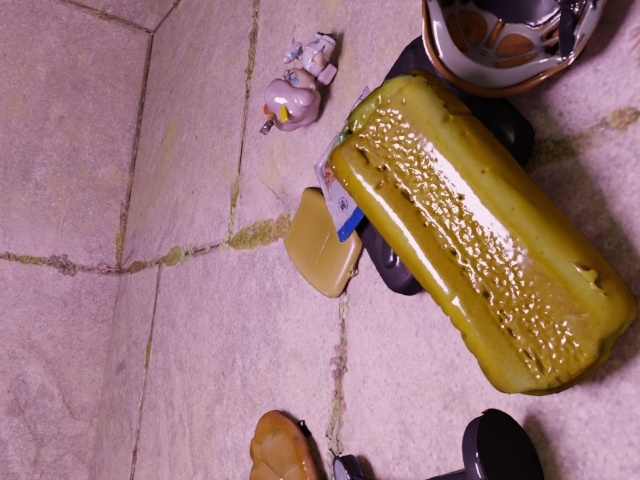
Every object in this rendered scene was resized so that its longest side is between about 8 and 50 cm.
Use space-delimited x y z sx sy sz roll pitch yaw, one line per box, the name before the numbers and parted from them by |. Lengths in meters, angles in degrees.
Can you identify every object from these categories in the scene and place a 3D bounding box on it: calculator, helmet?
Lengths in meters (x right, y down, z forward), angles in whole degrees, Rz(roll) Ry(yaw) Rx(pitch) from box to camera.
calculator | 0.000 0.000 1.037 0.236 0.033 0.157 46 117 51
helmet | 0.224 -0.286 0.666 0.130 0.198 0.224 -49 -13 -47

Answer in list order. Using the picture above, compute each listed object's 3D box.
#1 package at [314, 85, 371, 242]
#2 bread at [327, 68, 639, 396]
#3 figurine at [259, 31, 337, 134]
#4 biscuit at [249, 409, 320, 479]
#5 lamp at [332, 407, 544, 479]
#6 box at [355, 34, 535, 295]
package | 0.051 -0.112 0.861 0.171 0.027 0.173 -54 37 35
bread | 0.164 -0.016 0.641 0.166 0.112 0.383 -44 67 20
figurine | -0.040 -0.296 1.133 0.137 0.112 0.229 33 95 48
biscuit | -0.065 0.405 0.999 0.260 0.041 0.203 15 93 60
lamp | 0.134 0.295 0.728 0.371 0.109 0.130 -56 48 55
box | 0.134 -0.109 0.823 0.290 0.073 0.289 -56 39 32
